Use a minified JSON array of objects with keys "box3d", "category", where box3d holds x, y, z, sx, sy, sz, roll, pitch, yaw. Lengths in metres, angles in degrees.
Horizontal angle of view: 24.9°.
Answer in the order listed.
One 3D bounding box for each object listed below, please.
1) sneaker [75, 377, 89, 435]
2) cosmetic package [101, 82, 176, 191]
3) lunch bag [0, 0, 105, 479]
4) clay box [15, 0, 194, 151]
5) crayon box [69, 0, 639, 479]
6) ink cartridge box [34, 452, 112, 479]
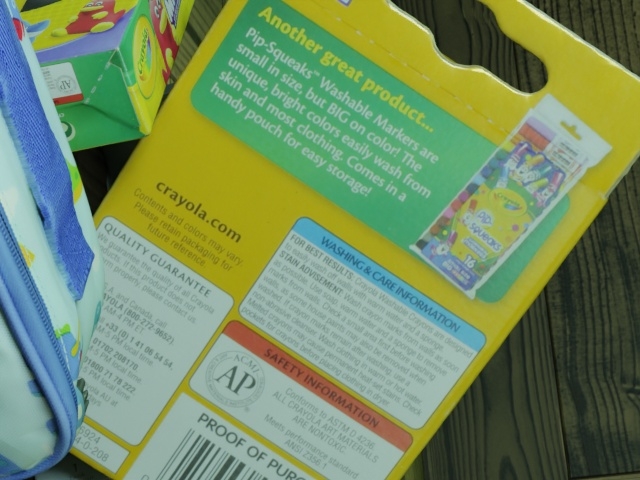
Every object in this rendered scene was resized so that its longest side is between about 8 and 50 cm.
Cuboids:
[{"box3d":[-0.165,0.068,0.619,0.237,0.085,0.086,62,48,-72],"category":"sneaker"},{"box3d":[-0.055,-0.043,0.910,0.238,0.107,0.127,11,-65,67],"category":"cosmetic package"},{"box3d":[-0.159,-0.022,0.395,0.090,0.176,0.219,-85,165,-53],"category":"lunch bag"},{"box3d":[-0.135,-0.116,0.747,0.222,0.127,0.053,-85,161,-56],"category":"clay box"},{"box3d":[0.000,0.000,0.739,0.323,0.203,0.083,-55,-177,18],"category":"crayon box"},{"box3d":[-0.124,0.174,0.882,0.232,0.066,0.189,-119,-169,-52],"category":"ink cartridge box"}]
